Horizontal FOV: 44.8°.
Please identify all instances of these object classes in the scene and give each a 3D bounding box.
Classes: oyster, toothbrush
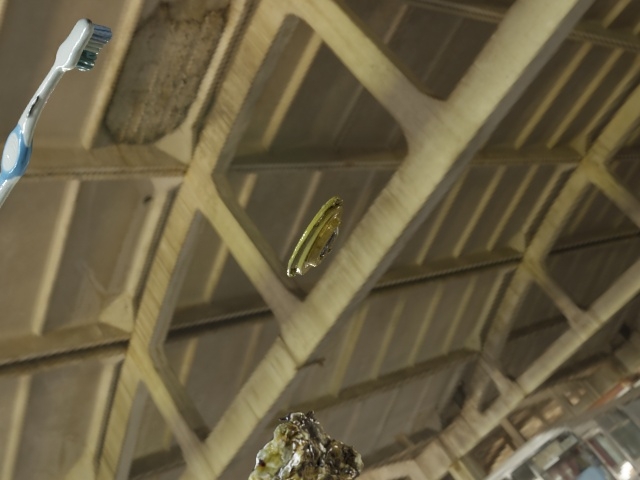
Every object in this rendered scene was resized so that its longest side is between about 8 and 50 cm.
[{"bbox_3d":[-0.034,0.401,1.302,0.214,0.083,0.222,51,-123,-37],"label":"oyster"},{"bbox_3d":[-0.342,-0.090,0.858,0.386,0.040,0.040,-48,-27,25],"label":"toothbrush"}]

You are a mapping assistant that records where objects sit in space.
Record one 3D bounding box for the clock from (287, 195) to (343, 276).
[{"bbox_3d":[0.000,0.000,1.913,0.237,0.057,0.237,-56,-10,-15],"label":"clock"}]
